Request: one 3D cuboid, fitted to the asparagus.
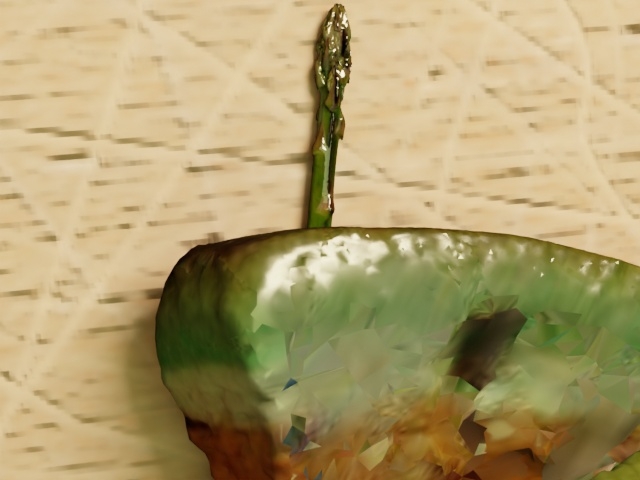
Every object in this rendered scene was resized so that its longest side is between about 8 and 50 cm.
[{"bbox_3d":[0.000,0.000,0.667,0.013,0.016,0.166,6,97,17],"label":"asparagus"}]

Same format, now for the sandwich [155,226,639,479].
[{"bbox_3d":[0.042,0.144,0.617,0.250,0.162,0.301,20,92,-20],"label":"sandwich"}]
